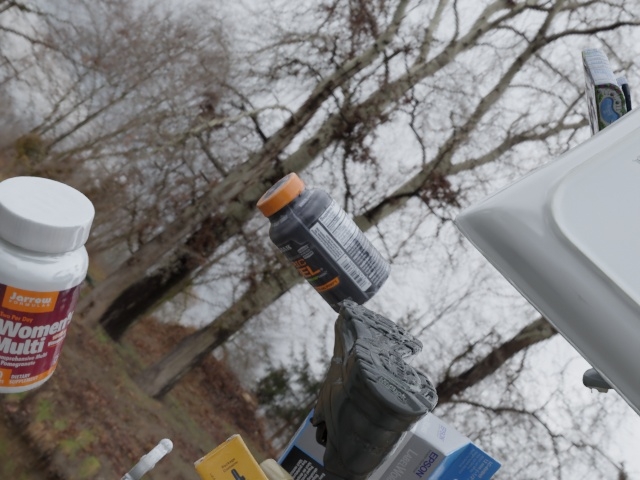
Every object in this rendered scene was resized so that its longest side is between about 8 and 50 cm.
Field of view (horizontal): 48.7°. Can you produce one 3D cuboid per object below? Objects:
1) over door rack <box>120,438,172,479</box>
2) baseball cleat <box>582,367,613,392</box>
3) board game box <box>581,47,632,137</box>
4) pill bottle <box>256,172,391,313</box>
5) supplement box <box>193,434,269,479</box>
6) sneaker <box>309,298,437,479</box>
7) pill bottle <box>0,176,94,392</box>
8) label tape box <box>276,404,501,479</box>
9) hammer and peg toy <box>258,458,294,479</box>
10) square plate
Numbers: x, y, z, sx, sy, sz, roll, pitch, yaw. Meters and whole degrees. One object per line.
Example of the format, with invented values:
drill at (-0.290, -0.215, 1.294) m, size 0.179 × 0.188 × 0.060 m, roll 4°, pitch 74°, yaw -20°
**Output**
over door rack at (-0.209, 0.423, 0.945) m, size 0.239 × 0.108 × 0.324 m, roll 48°, pitch -55°, yaw 7°
baseball cleat at (0.479, 0.161, 1.036) m, size 0.206 × 0.072 × 0.109 m, roll -17°, pitch -85°, yaw 30°
board game box at (0.482, -0.195, 1.163) m, size 0.194 × 0.060 × 0.194 m, roll -78°, pitch 152°, yaw -52°
pill bottle at (0.000, 0.000, 1.223) m, size 0.245 × 0.130 × 0.130 m, roll 49°, pitch -15°, yaw -13°
supplement box at (-0.081, 0.390, 0.983) m, size 0.233 × 0.078 × 0.080 m, roll 51°, pitch -18°, yaw 20°
sneaker at (0.040, 0.150, 0.745) m, size 0.109 × 0.130 × 0.286 m, roll 30°, pitch 10°, yaw 1°
pill bottle at (-0.328, 0.049, 0.779) m, size 0.121 × 0.121 × 0.221 m, roll 41°, pitch -62°, yaw 32°
label tape box at (0.122, 0.426, 1.321) m, size 0.348 × 0.249 × 0.115 m, roll 35°, pitch 19°, yaw 7°
hammer and peg toy at (-0.213, 0.540, 1.270) m, size 0.266 × 0.361 × 0.127 m, roll 8°, pitch 22°, yaw -48°
square plate at (0.354, 0.003, 0.591) m, size 0.344 × 0.347 × 0.049 m, roll 51°, pitch -17°, yaw 29°
